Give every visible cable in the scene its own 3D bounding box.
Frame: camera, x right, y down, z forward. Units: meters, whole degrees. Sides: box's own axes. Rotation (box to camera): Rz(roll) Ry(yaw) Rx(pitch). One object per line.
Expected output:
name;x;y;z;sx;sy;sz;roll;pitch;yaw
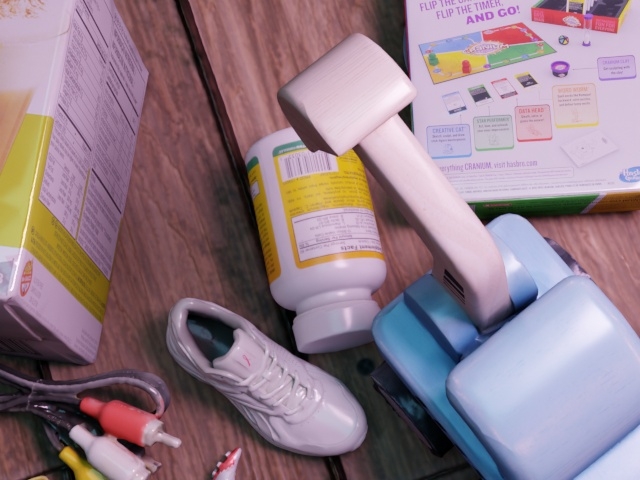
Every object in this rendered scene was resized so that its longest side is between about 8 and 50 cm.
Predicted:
cable;-0.264;0.164;1.441;0.287;0.072;0.139;24;104;7

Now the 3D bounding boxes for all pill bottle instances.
pill bottle;0.000;0.000;1.449;0.118;0.117;0.208;-13;75;1

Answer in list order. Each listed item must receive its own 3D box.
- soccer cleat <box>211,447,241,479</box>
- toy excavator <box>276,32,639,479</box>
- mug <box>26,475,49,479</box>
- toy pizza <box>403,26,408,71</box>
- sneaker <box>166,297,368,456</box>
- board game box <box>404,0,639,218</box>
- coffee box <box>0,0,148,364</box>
soccer cleat;-0.094;0.243;1.443;0.036;0.029;0.083;30;83;2
toy excavator;0.147;0.057;1.254;0.222;0.445;0.433;-38;76;-6
mug;-0.271;0.268;1.434;0.064;0.062;0.078;-22;82;-9
toy pizza;0.187;-0.202;1.529;0.201;0.032;0.201;-1;75;4
sneaker;-0.060;0.133;1.420;0.232;0.115;0.090;30;80;11
board game box;0.206;-0.183;1.472;0.242;0.064;0.316;-3;75;4
coffee box;-0.376;-0.089;1.386;0.338;0.338;0.334;7;77;5
